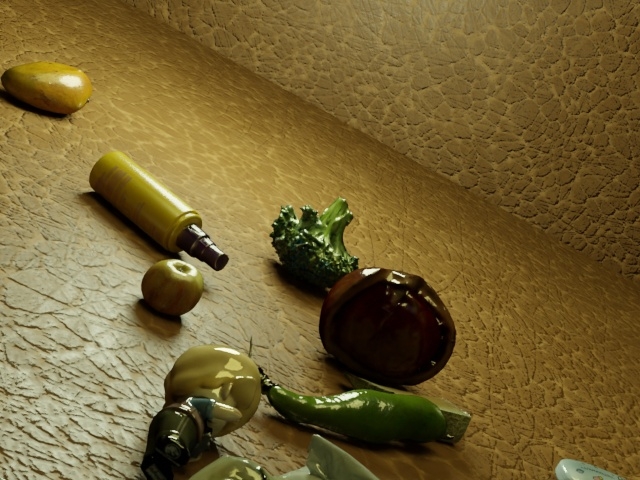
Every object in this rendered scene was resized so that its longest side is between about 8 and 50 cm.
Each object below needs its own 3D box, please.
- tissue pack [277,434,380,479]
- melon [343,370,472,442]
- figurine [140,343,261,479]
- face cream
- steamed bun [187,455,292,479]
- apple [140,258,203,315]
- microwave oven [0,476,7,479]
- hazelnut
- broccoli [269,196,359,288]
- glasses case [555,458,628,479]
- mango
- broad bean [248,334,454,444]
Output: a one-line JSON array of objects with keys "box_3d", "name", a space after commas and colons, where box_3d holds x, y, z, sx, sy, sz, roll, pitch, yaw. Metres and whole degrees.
[{"box_3d": [0.053, 0.305, 0.932, 0.229, 0.145, 0.159, 38, 19, 25], "name": "tissue pack"}, {"box_3d": [0.122, 0.233, 1.387, 0.182, 0.054, 0.098, 19, 15, -26], "name": "melon"}, {"box_3d": [-0.128, 0.187, 1.039, 0.108, 0.114, 0.196, 28, 22, -3], "name": "figurine"}, {"box_3d": [-0.249, -0.040, 1.518, 0.273, 0.078, 0.078, 37, 20, 24], "name": "face cream"}, {"box_3d": [-0.049, 0.321, 0.680, 0.268, 0.207, 0.280, 60, 6, 35], "name": "steamed bun"}, {"box_3d": [-0.202, 0.062, 1.323, 0.084, 0.071, 0.084, 26, 18, -9], "name": "apple"}, {"box_3d": [-0.242, 0.267, 0.632, 0.162, 0.122, 0.208, 27, 18, -5], "name": "microwave oven"}, {"box_3d": [0.094, 0.127, 1.447, 0.202, 0.170, 0.161, 12, -2, -30], "name": "hazelnut"}, {"box_3d": [0.000, 0.000, 1.664, 0.167, 0.160, 0.154, 34, -12, 50], "name": "broccoli"}, {"box_3d": [0.435, 0.380, 1.459, 0.179, 0.045, 0.067, 24, 19, -16], "name": "glasses case"}, {"box_3d": [-0.500, -0.285, 1.787, 0.115, 0.089, 0.165, 37, 22, 26], "name": "mango"}, {"box_3d": [0.048, 0.217, 1.271, 0.318, 0.056, 0.098, 24, 55, -21], "name": "broad bean"}]
